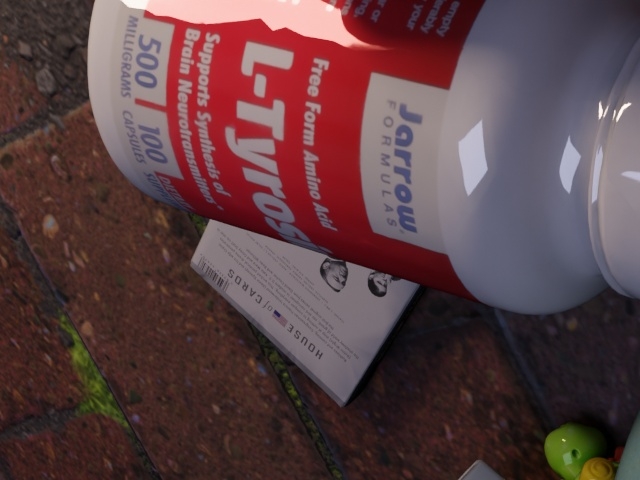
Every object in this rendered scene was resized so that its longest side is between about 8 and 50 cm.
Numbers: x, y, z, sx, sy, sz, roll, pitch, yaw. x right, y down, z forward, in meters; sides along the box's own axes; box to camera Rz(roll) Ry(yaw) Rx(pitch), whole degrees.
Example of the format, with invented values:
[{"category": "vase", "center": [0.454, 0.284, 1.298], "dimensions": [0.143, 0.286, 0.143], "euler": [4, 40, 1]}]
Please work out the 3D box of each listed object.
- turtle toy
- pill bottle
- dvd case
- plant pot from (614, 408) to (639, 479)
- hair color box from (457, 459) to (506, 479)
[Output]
[{"category": "turtle toy", "center": [0.208, 0.179, 1.246], "dimensions": [0.130, 0.066, 0.095], "euler": [36, 144, 23]}, {"category": "pill bottle", "center": [0.074, -0.087, 1.070], "dimensions": [0.408, 0.229, 0.229], "euler": [17, 127, 36]}, {"category": "dvd case", "center": [0.000, 0.000, 1.354], "dimensions": [0.179, 0.029, 0.238], "euler": [43, 139, 13]}, {"category": "plant pot", "center": [0.289, 0.148, 1.027], "dimensions": [0.290, 0.290, 0.195], "euler": [127, 140, -48]}, {"category": "hair color box", "center": [0.214, 0.338, 1.265], "dimensions": [0.374, 0.113, 0.185], "euler": [40, 166, 16]}]
